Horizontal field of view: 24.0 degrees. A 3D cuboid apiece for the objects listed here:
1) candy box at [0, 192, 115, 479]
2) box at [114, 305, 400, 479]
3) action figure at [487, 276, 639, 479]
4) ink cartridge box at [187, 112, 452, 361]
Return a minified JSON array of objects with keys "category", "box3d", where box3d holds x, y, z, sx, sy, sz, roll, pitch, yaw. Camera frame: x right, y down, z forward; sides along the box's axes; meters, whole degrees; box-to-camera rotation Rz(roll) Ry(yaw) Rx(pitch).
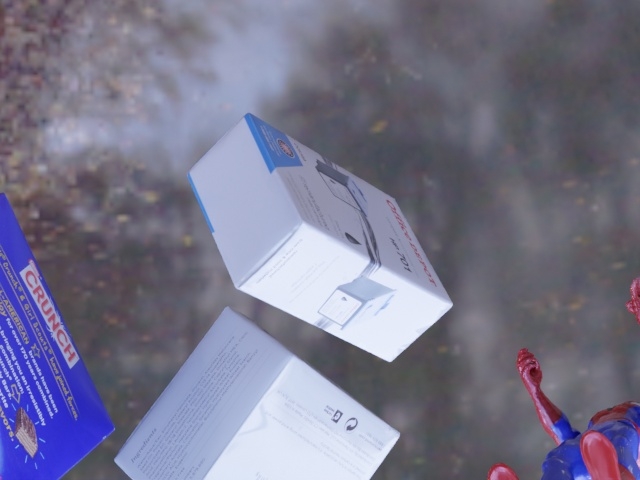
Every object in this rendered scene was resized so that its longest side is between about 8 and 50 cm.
[{"category":"candy box","box3d":[-0.341,0.125,1.349,0.122,0.268,0.317,-23,-175,20]},{"category":"box","box3d":[-0.057,0.191,1.396,0.119,0.182,0.181,31,173,48]},{"category":"action figure","box3d":[0.174,0.103,0.985,0.091,0.139,0.280,-21,170,20]},{"category":"ink cartridge box","box3d":[0.000,0.000,1.210,0.082,0.140,0.190,-45,136,19]}]
